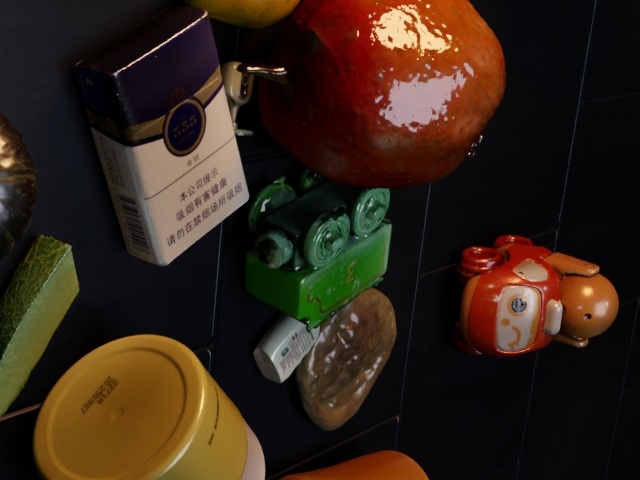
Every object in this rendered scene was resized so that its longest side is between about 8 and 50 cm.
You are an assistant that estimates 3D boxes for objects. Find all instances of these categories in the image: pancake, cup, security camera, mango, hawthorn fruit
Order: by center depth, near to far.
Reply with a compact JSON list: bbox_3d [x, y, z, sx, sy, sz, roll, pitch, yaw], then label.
[{"bbox_3d":[-0.089,-0.307,1.427,0.163,0.089,0.111,6,100,-47],"label":"mango"},{"bbox_3d":[-0.105,-0.174,1.503,0.058,0.058,0.092,-1,97,-54],"label":"security camera"},{"bbox_3d":[0.046,-0.205,1.518,0.368,0.284,0.285,-4,109,-36],"label":"hawthorn fruit"},{"bbox_3d":[0.045,0.184,1.864,0.242,0.050,0.242,-27,126,-45],"label":"pancake"},{"bbox_3d":[0.031,0.434,1.884,0.264,0.182,0.226,8,130,-48],"label":"cup"}]

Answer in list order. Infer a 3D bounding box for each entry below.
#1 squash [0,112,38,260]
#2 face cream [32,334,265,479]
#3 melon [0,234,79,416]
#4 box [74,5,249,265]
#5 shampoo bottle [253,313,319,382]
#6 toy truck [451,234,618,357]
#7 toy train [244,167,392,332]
[{"bbox_3d":[-0.357,-0.044,1.107,0.193,0.156,0.193,16,58,-28],"label":"squash"},{"bbox_3d":[-0.196,0.244,1.411,0.218,0.218,0.179,-55,141,-23],"label":"face cream"},{"bbox_3d":[-0.331,0.121,1.340,0.262,0.053,0.114,-67,163,-1],"label":"melon"},{"bbox_3d":[-0.176,-0.121,1.403,0.168,0.071,0.259,-42,136,-36],"label":"box"},{"bbox_3d":[-0.032,0.127,1.737,0.152,0.045,0.077,-48,137,-28],"label":"shampoo bottle"},{"bbox_3d":[0.374,0.109,2.119,0.265,0.239,0.189,-21,121,-48],"label":"toy truck"},{"bbox_3d":[0.000,0.000,1.658,0.243,0.132,0.188,-32,137,-44],"label":"toy train"}]
